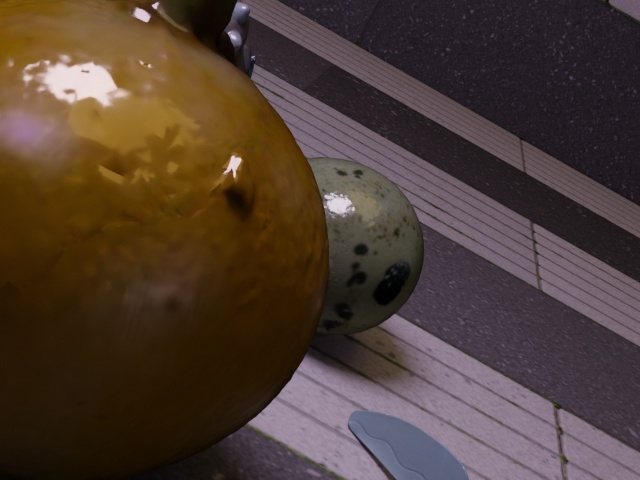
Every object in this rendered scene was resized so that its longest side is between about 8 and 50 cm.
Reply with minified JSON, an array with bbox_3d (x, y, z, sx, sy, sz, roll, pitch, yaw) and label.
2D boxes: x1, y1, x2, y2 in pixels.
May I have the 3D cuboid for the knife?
[{"bbox_3d":[0.100,0.210,0.843,0.034,0.063,0.260,18,22,-42],"label":"knife"}]

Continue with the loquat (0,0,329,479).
[{"bbox_3d":[-0.144,-0.021,0.654,0.328,0.359,0.328,29,8,-4],"label":"loquat"}]

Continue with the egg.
[{"bbox_3d":[0.000,0.000,1.063,0.177,0.177,0.228,8,14,-47],"label":"egg"}]

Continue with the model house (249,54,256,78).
[{"bbox_3d":[-0.181,-0.218,1.435,0.119,0.148,0.148,7,-2,-36],"label":"model house"}]

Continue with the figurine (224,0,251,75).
[{"bbox_3d":[-0.235,-0.218,1.230,0.380,0.248,0.203,28,20,36],"label":"figurine"}]
